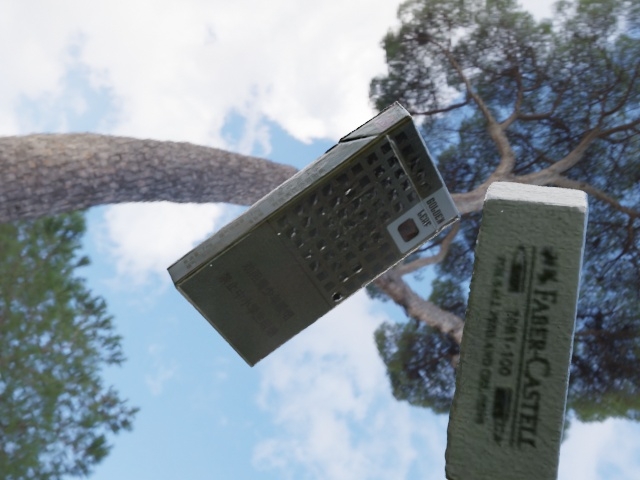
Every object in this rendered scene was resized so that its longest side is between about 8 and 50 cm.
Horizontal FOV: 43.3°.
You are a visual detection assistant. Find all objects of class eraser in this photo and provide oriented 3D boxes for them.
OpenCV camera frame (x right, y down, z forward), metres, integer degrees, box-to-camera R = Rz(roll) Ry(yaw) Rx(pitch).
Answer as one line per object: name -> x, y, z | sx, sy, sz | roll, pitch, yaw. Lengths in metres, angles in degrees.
eraser -> 0.207, 0.086, 0.840 | 0.112, 0.077, 0.352 | 7, -110, 16

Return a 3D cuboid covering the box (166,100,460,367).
box -> 0.001, 0.000, 0.956 | 0.180, 0.325, 0.047 | 56, -3, -41
